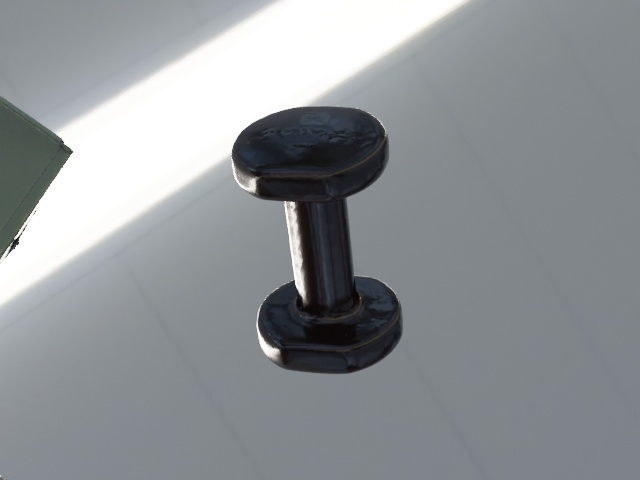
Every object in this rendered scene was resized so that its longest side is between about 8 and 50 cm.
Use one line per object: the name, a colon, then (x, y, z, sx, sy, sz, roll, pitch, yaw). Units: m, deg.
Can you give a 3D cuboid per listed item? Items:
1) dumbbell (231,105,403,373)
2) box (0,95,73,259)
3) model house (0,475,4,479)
dumbbell: (0.000, 0.000, 1.457, 0.124, 0.140, 0.225, -68, -23, -55)
box: (-0.330, -0.052, 1.240, 0.225, 0.225, 0.117, 35, -122, -8)
model house: (-0.351, 0.352, 1.334, 0.252, 0.295, 0.329, 3, -72, -10)
